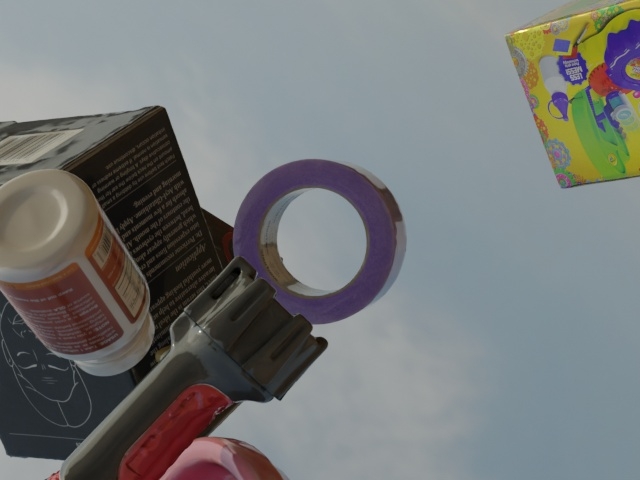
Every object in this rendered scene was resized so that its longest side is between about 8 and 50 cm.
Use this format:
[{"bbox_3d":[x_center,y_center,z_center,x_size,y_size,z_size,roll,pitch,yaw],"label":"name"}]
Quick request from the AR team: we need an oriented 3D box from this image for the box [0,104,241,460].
[{"bbox_3d":[-0.294,0.060,1.786,0.212,0.293,0.395,-41,-59,-46],"label":"box"}]

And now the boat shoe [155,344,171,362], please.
[{"bbox_3d":[-0.111,0.135,1.701,0.072,0.068,0.190,20,-173,42],"label":"boat shoe"}]

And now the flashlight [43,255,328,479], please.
[{"bbox_3d":[-0.122,0.162,1.058,0.103,0.304,0.103,41,174,44],"label":"flashlight"}]

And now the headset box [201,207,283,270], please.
[{"bbox_3d":[-0.187,0.078,2.097,0.293,0.110,0.218,34,-129,-47],"label":"headset box"}]

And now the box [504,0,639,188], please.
[{"bbox_3d":[0.397,-0.194,1.433,0.279,0.290,0.177,-30,-76,-35],"label":"box"}]

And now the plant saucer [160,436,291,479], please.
[{"bbox_3d":[-0.065,0.318,1.101,0.084,0.332,0.332,9,-142,-27],"label":"plant saucer"}]

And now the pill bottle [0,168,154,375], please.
[{"bbox_3d":[-0.236,0.039,1.384,0.121,0.121,0.216,62,176,37],"label":"pill bottle"}]

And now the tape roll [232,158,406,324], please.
[{"bbox_3d":[0.000,0.000,1.660,0.189,0.189,0.080,46,-168,8],"label":"tape roll"}]
